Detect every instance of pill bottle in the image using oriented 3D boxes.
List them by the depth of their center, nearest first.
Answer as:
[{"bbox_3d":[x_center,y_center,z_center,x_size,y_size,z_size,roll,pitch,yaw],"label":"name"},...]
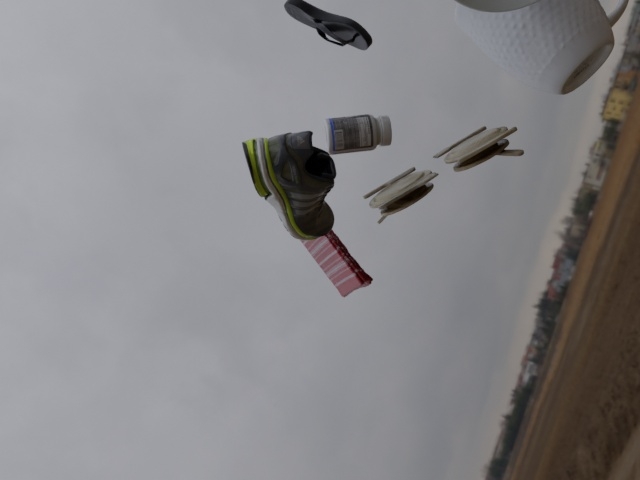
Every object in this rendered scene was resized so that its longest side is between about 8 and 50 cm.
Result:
[{"bbox_3d":[0.077,-0.225,1.477,0.078,0.137,0.078,173,90,-84],"label":"pill bottle"}]

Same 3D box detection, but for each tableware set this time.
[{"bbox_3d":[0.152,-0.079,0.870,0.039,0.194,0.128,60,-179,-11],"label":"tableware set"}]

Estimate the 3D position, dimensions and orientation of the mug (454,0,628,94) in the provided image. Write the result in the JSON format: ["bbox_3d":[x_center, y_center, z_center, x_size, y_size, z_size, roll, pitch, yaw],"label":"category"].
[{"bbox_3d":[0.578,-0.559,1.722,0.374,0.328,0.276,-38,-18,-1],"label":"mug"}]

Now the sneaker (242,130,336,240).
[{"bbox_3d":[-0.022,-0.089,1.208,0.300,0.121,0.111,47,-149,-62],"label":"sneaker"}]

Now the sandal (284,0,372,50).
[{"bbox_3d":[0.016,-0.530,1.757,0.054,0.254,0.097,-59,-19,-10],"label":"sandal"}]

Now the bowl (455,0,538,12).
[{"bbox_3d":[0.298,-0.543,1.157,0.134,0.298,0.298,-102,11,-50],"label":"bowl"}]

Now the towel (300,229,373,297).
[{"bbox_3d":[0.000,0.000,1.510,0.031,0.275,0.199,-36,-3,-17],"label":"towel"}]
